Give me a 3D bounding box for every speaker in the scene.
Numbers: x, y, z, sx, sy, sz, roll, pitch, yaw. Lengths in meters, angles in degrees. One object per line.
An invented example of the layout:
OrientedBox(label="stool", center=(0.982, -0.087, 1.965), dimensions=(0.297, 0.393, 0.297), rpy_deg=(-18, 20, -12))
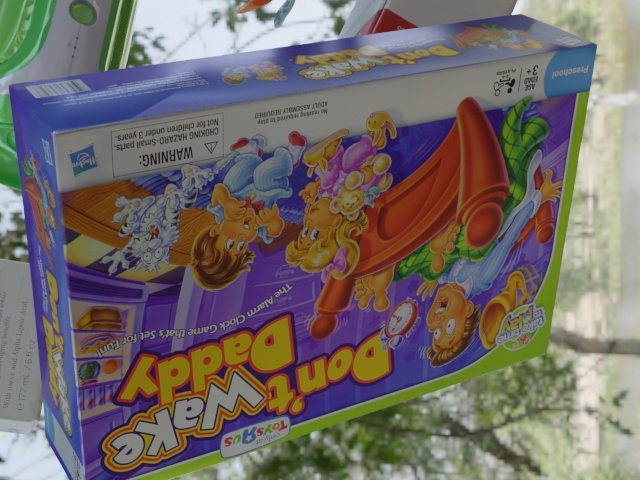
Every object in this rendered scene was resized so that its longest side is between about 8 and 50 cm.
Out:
OrientedBox(label="speaker", center=(-0.219, -0.192, 0.919), dimensions=(0.131, 0.131, 0.296), rpy_deg=(67, -154, -60))

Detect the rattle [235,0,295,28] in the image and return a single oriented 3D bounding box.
OrientedBox(label="rattle", center=(0.023, -0.265, 0.860), dimensions=(0.130, 0.143, 0.199), rpy_deg=(68, -144, -65))

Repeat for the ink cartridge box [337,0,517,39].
OrientedBox(label="ink cartridge box", center=(0.097, -0.210, 1.017), dimensions=(0.273, 0.114, 0.197), rpy_deg=(-66, 11, -20))

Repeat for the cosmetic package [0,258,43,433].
OrientedBox(label="cosmetic package", center=(-0.550, 0.119, 1.392), dimensions=(0.156, 0.385, 0.217), rpy_deg=(140, 136, -65))

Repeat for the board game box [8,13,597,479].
OrientedBox(label="board game box", center=(0.000, 0.000, 0.665), dimensions=(0.078, 0.347, 0.233), rpy_deg=(40, 136, 49))
